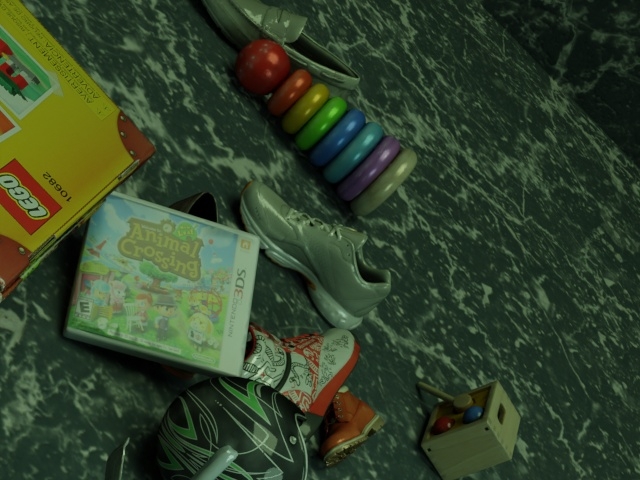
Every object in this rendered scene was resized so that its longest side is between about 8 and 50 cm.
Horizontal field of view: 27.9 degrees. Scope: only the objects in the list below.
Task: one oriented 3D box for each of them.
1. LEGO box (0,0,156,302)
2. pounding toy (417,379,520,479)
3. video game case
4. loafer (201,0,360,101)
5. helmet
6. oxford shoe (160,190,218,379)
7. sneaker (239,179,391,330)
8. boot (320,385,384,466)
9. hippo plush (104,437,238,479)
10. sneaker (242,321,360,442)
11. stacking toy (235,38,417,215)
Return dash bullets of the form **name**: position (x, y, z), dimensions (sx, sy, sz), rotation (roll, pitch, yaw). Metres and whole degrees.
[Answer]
- **LEGO box**: position (-0.453, -0.155, 1.280), dimensions (0.500, 0.193, 0.372), rotation (48, 28, -8)
- **pounding toy**: position (0.205, 0.259, 1.861), dimensions (0.100, 0.130, 0.141), rotation (58, 26, -15)
- **video game case**: position (-0.180, 0.051, 1.503), dimensions (0.212, 0.023, 0.193), rotation (18, 58, -19)
- **loafer**: position (-0.069, -0.345, 2.153), dimensions (0.319, 0.111, 0.112), rotation (40, 30, -21)
- **helmet**: position (-0.095, 0.229, 1.396), dimensions (0.169, 0.169, 0.161), rotation (50, 10, -4)
- **oxford shoe**: position (-0.165, 0.046, 1.573), dimensions (0.097, 0.098, 0.271), rotation (31, 35, -35)
- **sneaker**: position (0.000, 0.000, 1.846), dimensions (0.262, 0.121, 0.099), rotation (47, 28, -10)
- **boot**: position (0.023, 0.240, 1.678), dimensions (0.084, 0.059, 0.158), rotation (51, 20, 4)
- **hippo plush**: position (-0.190, 0.360, 1.124), dimensions (0.294, 0.234, 0.236), rotation (-66, 147, -43)
- **sneaker**: position (-0.042, 0.147, 1.648), dimensions (0.145, 0.090, 0.270), rotation (49, 31, -10)
- **stacking toy**: position (-0.002, -0.197, 2.070), dimensions (0.330, 0.141, 0.141), rotation (45, 29, -6)
